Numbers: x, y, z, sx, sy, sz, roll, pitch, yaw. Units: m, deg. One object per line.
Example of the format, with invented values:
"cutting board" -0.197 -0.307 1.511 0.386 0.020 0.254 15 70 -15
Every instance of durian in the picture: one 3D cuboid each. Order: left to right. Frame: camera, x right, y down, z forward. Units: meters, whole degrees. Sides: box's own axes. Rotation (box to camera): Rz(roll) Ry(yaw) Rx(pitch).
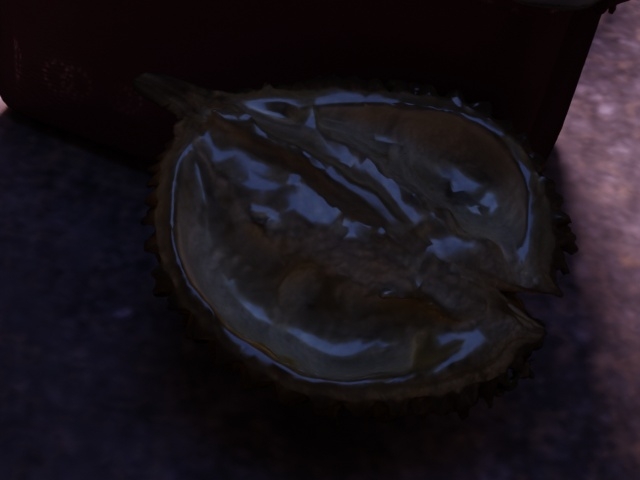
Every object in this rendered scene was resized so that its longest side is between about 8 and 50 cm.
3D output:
"durian" 0.000 0.000 0.603 0.188 0.091 0.148 39 69 5

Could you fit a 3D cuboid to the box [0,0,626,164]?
"box" -0.004 -0.121 0.708 0.294 0.167 0.193 20 36 13
